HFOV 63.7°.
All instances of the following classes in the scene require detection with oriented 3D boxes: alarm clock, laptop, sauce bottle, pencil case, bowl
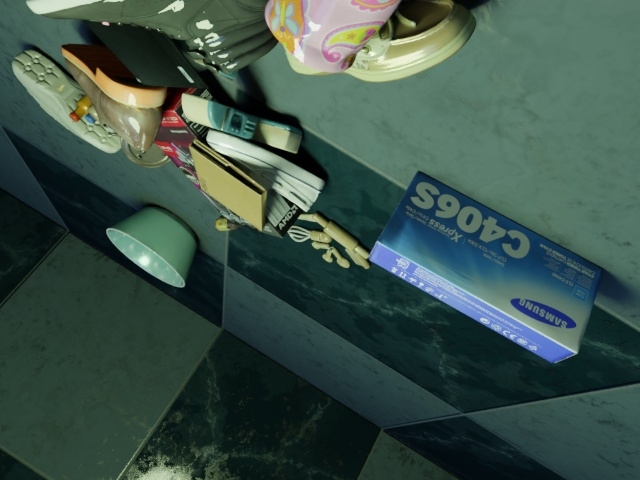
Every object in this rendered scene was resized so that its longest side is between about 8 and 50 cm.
[{"bbox_3d":[-0.378,-0.222,1.193,0.192,0.129,0.064,36,-160,-43],"label":"alarm clock"},{"bbox_3d":[-0.292,-0.365,0.772,0.136,0.265,0.234,-21,143,14],"label":"laptop"},{"bbox_3d":[-0.254,-0.050,1.460,0.128,0.042,0.042,-5,136,50],"label":"sauce bottle"},{"bbox_3d":[0.051,-0.295,0.477,0.124,0.124,0.284,35,136,-5],"label":"pencil case"},{"bbox_3d":[-0.545,0.004,1.753,0.311,0.163,0.312,26,154,14],"label":"bowl"}]

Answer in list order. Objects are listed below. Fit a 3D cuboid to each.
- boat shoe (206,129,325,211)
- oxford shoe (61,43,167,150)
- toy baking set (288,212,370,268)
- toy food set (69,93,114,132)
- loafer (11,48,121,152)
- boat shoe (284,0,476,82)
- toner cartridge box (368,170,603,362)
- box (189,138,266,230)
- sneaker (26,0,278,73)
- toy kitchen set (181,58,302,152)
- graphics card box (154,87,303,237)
[{"bbox_3d":[-0.107,-0.127,0.990,0.258,0.084,0.095,23,-176,-28],"label":"boat shoe"},{"bbox_3d":[-0.412,-0.288,0.991,0.363,0.129,0.133,42,130,41],"label":"oxford shoe"},{"bbox_3d":[0.004,-0.001,1.257,0.256,0.030,0.196,38,155,-12],"label":"toy baking set"},{"bbox_3d":[-0.471,-0.271,1.234,0.232,0.105,0.111,41,154,-16],"label":"toy food set"},{"bbox_3d":[-0.624,-0.340,1.300,0.319,0.112,0.111,45,159,-7],"label":"loafer"},{"bbox_3d":[0.049,-0.263,0.639,0.285,0.105,0.089,11,150,40],"label":"boat shoe"},{"bbox_3d":[0.272,0.039,0.858,0.347,0.165,0.075,29,155,7],"label":"toner cartridge box"},{"bbox_3d":[-0.176,-0.101,1.012,0.164,0.021,0.201,35,162,5],"label":"box"},{"bbox_3d":[-0.180,-0.258,0.606,0.295,0.105,0.147,-8,140,6],"label":"sneaker"},{"bbox_3d":[-0.114,-0.260,0.893,0.122,0.166,0.207,21,-171,24],"label":"toy kitchen set"},{"bbox_3d":[-0.222,-0.170,1.116,0.232,0.094,0.371,15,152,46],"label":"graphics card box"}]
